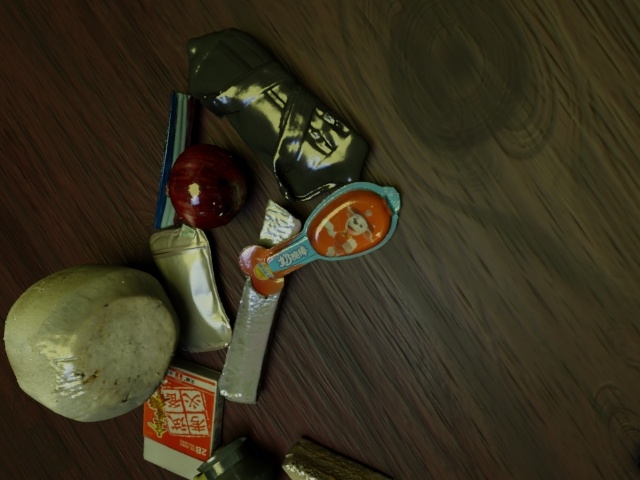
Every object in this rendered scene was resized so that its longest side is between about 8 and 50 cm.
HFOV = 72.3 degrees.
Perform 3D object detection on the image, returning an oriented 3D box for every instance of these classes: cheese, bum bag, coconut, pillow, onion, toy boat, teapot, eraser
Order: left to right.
[{"bbox_3d":[-0.373,0.162,0.724,0.248,0.245,0.244,-1,102,40],"label":"coconut"},{"bbox_3d":[-0.238,-0.123,0.711,0.046,0.080,0.228,7,107,-16],"label":"toy boat"},{"bbox_3d":[-0.263,0.338,0.834,0.158,0.038,0.230,12,105,18],"label":"eraser"},{"bbox_3d":[-0.225,0.087,0.763,0.131,0.038,0.232,-11,99,23],"label":"pillow"},{"bbox_3d":[-0.171,-0.079,0.660,0.131,0.131,0.131,5,103,20],"label":"onion"},{"bbox_3d":[-0.161,0.427,0.762,0.166,0.130,0.119,-37,72,4],"label":"teapot"},{"bbox_3d":[-0.079,-0.179,0.627,0.326,0.080,0.142,44,109,8],"label":"bum bag"},{"bbox_3d":[0.000,0.000,0.628,0.256,0.037,0.106,-29,107,8],"label":"cheese"}]

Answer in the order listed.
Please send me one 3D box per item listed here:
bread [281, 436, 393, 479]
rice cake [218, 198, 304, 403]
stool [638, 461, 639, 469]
[{"bbox_3d":[0.028,0.380,0.707,0.152,0.077,0.105,48,117,2],"label":"bread"},{"bbox_3d":[-0.098,0.108,0.708,0.073,0.056,0.364,16,107,4],"label":"rice cake"},{"bbox_3d":[0.452,0.298,0.520,0.110,0.096,0.096,24,109,20],"label":"stool"}]
